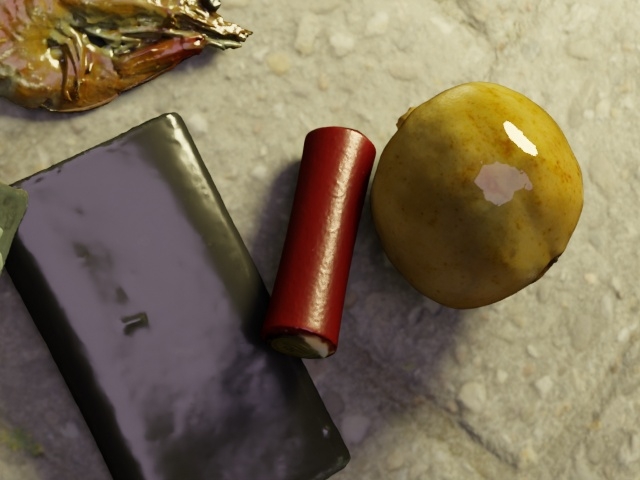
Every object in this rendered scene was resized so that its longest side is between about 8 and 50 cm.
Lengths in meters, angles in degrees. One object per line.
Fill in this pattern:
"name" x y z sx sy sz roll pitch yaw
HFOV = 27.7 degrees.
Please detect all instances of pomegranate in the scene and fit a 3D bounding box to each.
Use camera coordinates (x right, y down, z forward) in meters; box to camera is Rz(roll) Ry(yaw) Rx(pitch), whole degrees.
"pomegranate" 0.163 -0.047 1.331 0.233 0.233 0.233 2 85 -19

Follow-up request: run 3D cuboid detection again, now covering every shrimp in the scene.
"shrimp" -0.208 -0.205 1.300 0.294 0.062 0.154 -3 98 -17

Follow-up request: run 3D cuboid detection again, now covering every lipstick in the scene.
"lipstick" 0.000 0.000 1.313 0.080 0.080 0.241 19 64 -17

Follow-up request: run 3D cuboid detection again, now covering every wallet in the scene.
"wallet" -0.152 0.096 1.290 0.228 0.062 0.406 -27 96 -20

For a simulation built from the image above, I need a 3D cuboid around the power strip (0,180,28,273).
"power strip" -0.333 0.028 1.115 0.065 0.213 0.198 19 89 26
